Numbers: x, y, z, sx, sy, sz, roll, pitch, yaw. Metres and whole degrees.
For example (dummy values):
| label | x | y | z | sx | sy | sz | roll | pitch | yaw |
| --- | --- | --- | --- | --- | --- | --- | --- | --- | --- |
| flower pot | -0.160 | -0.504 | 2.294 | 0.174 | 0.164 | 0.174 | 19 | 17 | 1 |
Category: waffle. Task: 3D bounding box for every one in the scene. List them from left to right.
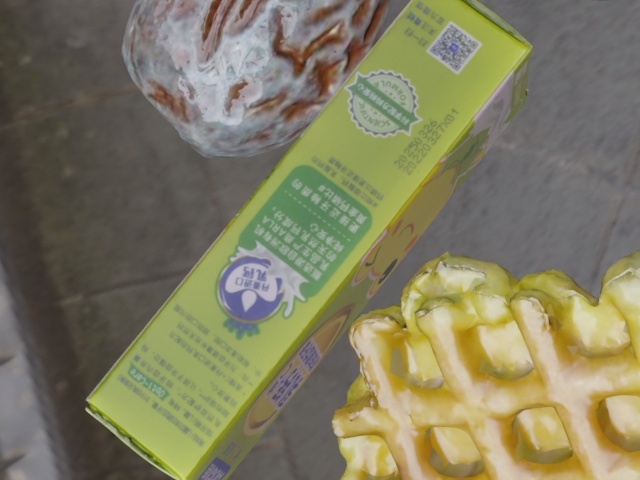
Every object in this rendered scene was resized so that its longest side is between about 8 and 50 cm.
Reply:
| label | x | y | z | sx | sy | sz | roll | pitch | yaw |
| --- | --- | --- | --- | --- | --- | --- | --- | --- | --- |
| waffle | 0.111 | 0.111 | 0.687 | 0.237 | 0.059 | 0.243 | 27 | 127 | 15 |

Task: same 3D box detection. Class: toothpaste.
| label | x | y | z | sx | sy | sz | roll | pitch | yaw |
| --- | --- | --- | --- | --- | --- | --- | --- | --- | --- |
| toothpaste | 0.000 | 0.000 | 1.072 | 0.077 | 0.110 | 0.327 | 38 | 83 | 9 |

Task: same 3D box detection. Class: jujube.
| label | x | y | z | sx | sy | sz | roll | pitch | yaw |
| --- | --- | --- | --- | --- | --- | --- | --- | --- | --- |
| jujube | -0.066 | -0.232 | 1.958 | 0.246 | 0.215 | 0.308 | 32 | 80 | -19 |
